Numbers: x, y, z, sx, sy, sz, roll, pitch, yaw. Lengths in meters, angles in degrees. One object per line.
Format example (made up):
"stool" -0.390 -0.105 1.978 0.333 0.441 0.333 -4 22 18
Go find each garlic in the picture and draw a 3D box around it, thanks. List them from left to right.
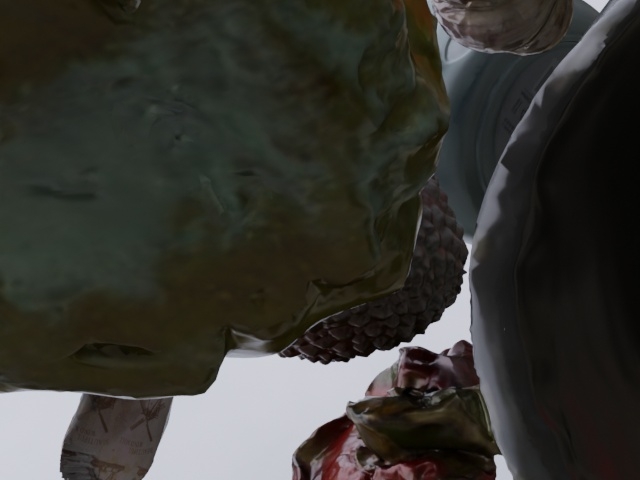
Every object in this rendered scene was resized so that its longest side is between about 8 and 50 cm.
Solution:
"garlic" 0.120 -0.201 1.076 0.147 0.102 0.159 -36 -52 -54

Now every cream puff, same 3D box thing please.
"cream puff" -0.132 -0.101 0.807 0.378 0.275 0.378 -4 -49 -5

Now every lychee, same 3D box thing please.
"lychee" 0.000 0.000 1.055 0.165 0.197 0.165 16 -90 -80

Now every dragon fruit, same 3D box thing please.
"dragon fruit" 0.040 0.172 1.110 0.152 0.317 0.205 2 -77 -2

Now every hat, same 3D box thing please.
"hat" 0.135 -0.009 0.717 0.381 0.257 0.366 -5 -82 -42

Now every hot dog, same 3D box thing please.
"hot dog" -0.168 0.129 1.396 0.108 0.059 0.191 17 -88 -51

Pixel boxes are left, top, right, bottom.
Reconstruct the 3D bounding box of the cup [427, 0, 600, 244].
"cup" 0.098 -0.108 1.497 0.356 0.274 0.259 -34 -58 -21
